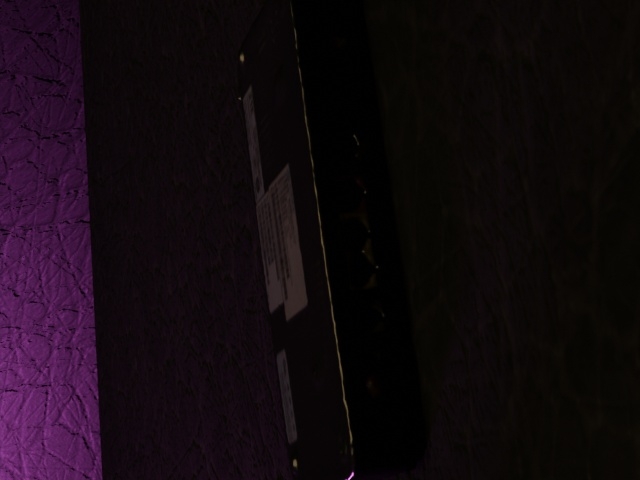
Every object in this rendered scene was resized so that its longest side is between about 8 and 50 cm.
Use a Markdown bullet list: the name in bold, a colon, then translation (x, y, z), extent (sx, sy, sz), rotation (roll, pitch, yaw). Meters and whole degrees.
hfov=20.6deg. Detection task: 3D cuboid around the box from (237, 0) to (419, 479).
- **box**: translation (0.000, 0.000, 1.257), extent (0.211, 0.058, 0.350), rotation (132, 131, -74)
